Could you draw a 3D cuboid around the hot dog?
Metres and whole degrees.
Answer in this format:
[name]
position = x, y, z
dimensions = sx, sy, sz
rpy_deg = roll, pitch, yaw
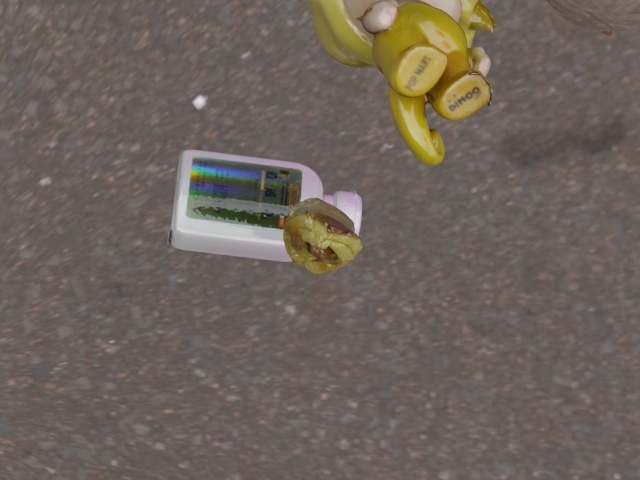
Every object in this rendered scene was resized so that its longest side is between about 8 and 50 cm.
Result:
[hot dog]
position = -0.001, 0.000, 1.366
dimensions = 0.078, 0.169, 0.061
rpy_deg = 27, 97, -2

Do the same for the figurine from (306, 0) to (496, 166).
[figurine]
position = 0.056, -0.156, 0.953
dimensions = 0.156, 0.246, 0.131
rpy_deg = 28, 116, -20

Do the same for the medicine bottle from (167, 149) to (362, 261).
[medicine bottle]
position = -0.063, -0.037, 1.640
dimensions = 0.219, 0.078, 0.115
rpy_deg = 7, 61, -6

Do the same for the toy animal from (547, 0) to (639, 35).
[toy animal]
position = 0.300, -0.311, 1.311
dimensions = 0.226, 0.358, 0.188
rpy_deg = -6, 64, 4
